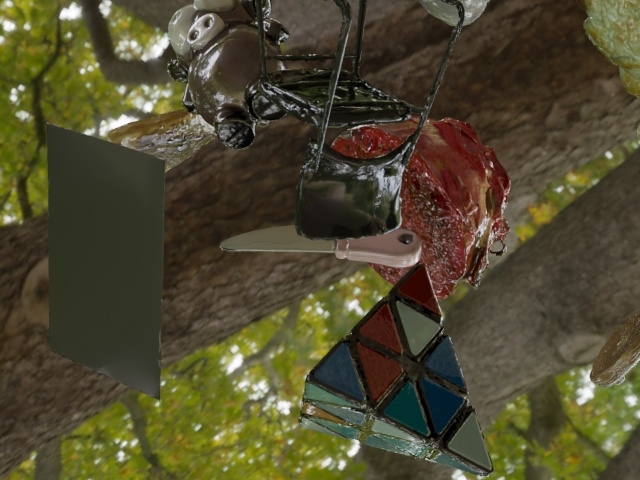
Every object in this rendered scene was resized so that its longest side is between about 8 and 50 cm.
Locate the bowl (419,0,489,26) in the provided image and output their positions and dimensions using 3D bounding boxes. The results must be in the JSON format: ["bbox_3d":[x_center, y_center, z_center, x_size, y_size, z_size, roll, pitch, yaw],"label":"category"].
[{"bbox_3d":[0.214,-0.473,1.729,0.086,0.189,0.189,-13,-113,-31],"label":"bowl"}]

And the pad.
[{"bbox_3d":[-0.314,0.032,1.397,0.247,0.368,0.007,18,-156,33],"label":"pad"}]

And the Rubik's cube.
[{"bbox_3d":[0.074,0.117,1.202,0.250,0.284,0.234,44,-119,-46],"label":"Rubik's cube"}]

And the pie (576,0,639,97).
[{"bbox_3d":[0.469,-0.277,1.271,0.105,0.257,0.274,-42,-72,-24],"label":"pie"}]

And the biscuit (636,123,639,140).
[{"bbox_3d":[0.375,-0.069,0.806,0.199,0.121,0.041,30,-112,-1],"label":"biscuit"}]

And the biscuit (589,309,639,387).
[{"bbox_3d":[0.615,0.215,1.935,0.049,0.208,0.181,37,-130,4],"label":"biscuit"}]

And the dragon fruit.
[{"bbox_3d":[0.198,-0.089,1.819,0.249,0.386,0.371,-30,-73,-29],"label":"dragon fruit"}]

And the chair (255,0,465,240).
[{"bbox_3d":[0.018,-0.127,0.891,0.140,0.221,0.145,-9,-150,-34],"label":"chair"}]

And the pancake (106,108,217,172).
[{"bbox_3d":[-0.307,-0.160,1.723,0.266,0.244,0.057,-20,-100,-39],"label":"pancake"}]

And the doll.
[{"bbox_3d":[-0.119,-0.228,1.247,0.117,0.182,0.257,36,-156,-49],"label":"doll"}]

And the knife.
[{"bbox_3d":[0.001,-0.002,1.610,0.335,0.043,0.081,5,-140,6],"label":"knife"}]
